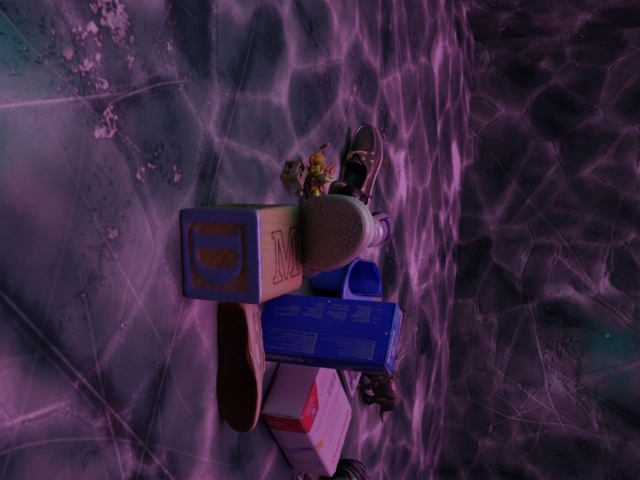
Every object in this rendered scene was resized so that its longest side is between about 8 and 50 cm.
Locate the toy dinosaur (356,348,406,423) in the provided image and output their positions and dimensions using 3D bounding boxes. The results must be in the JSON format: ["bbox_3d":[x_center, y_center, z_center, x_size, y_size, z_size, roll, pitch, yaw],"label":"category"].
[{"bbox_3d":[0.222,0.538,2.400,0.121,0.160,0.313,-34,122,-61],"label":"toy dinosaur"}]

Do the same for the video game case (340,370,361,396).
[{"bbox_3d":[0.109,0.408,2.302,0.173,0.022,0.190,-62,145,-46],"label":"video game case"}]

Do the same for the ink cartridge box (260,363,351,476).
[{"bbox_3d":[-0.030,0.471,1.853,0.226,0.131,0.306,-67,150,-41],"label":"ink cartridge box"}]

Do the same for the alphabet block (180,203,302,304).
[{"bbox_3d":[-0.165,0.021,1.441,0.197,0.192,0.193,-14,106,-64],"label":"alphabet block"}]

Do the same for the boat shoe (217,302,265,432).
[{"bbox_3d":[-0.171,0.285,1.551,0.098,0.109,0.302,-5,91,-65],"label":"boat shoe"}]

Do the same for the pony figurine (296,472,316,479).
[{"bbox_3d":[0.039,0.865,1.874,0.351,0.303,0.363,43,29,-27],"label":"pony figurine"}]

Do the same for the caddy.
[{"bbox_3d":[0.097,0.175,2.064,0.341,0.179,0.241,11,82,-66],"label":"caddy"}]

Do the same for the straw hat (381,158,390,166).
[{"bbox_3d":[0.168,-0.274,2.333,0.061,0.144,0.144,-53,161,14],"label":"straw hat"}]

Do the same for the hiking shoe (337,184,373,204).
[{"bbox_3d":[0.074,-0.048,1.999,0.114,0.086,0.227,22,105,-34],"label":"hiking shoe"}]

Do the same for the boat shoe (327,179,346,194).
[{"bbox_3d":[0.047,-0.089,2.064,0.073,0.080,0.223,-128,-153,-53],"label":"boat shoe"}]

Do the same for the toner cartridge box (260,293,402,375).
[{"bbox_3d":[0.017,0.229,1.671,0.075,0.348,0.165,58,41,-54],"label":"toner cartridge box"}]

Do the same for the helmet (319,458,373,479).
[{"bbox_3d":[0.091,0.774,2.111,0.169,0.162,0.169,2,90,-66],"label":"helmet"}]

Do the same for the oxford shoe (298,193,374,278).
[{"bbox_3d":[0.000,0.000,1.541,0.130,0.449,0.169,-4,77,-30],"label":"oxford shoe"}]

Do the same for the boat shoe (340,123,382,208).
[{"bbox_3d":[0.124,-0.235,2.183,0.097,0.117,0.324,34,67,-66],"label":"boat shoe"}]

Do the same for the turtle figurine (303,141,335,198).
[{"bbox_3d":[-0.010,-0.154,1.890,0.269,0.087,0.217,-109,-162,-70],"label":"turtle figurine"}]

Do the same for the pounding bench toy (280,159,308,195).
[{"bbox_3d":[-0.064,-0.170,1.825,0.083,0.052,0.065,66,34,-46],"label":"pounding bench toy"}]

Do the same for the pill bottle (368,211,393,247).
[{"bbox_3d":[0.172,-0.035,2.305,0.187,0.112,0.112,-20,110,-64],"label":"pill bottle"}]
